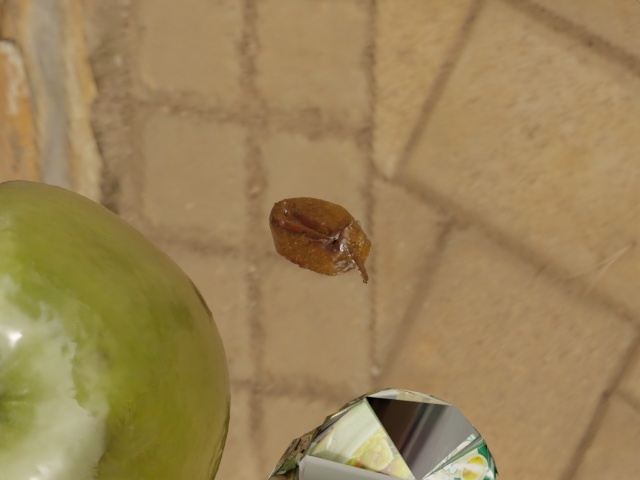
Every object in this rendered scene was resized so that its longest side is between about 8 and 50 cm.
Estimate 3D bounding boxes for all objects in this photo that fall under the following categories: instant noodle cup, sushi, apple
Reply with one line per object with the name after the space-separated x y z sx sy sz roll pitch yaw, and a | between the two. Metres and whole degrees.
0.053 0.279 1.825 0.240 0.240 0.178 62 157 0 | instant noodle cup
0.000 0.000 1.517 0.120 0.052 0.055 15 140 38 | sushi
-0.185 0.128 1.099 0.233 0.258 0.295 40 86 3 | apple

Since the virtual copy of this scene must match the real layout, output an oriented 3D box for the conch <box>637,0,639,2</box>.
0.487 -0.261 1.605 0.386 0.203 0.169 -16 61 8 | conch
